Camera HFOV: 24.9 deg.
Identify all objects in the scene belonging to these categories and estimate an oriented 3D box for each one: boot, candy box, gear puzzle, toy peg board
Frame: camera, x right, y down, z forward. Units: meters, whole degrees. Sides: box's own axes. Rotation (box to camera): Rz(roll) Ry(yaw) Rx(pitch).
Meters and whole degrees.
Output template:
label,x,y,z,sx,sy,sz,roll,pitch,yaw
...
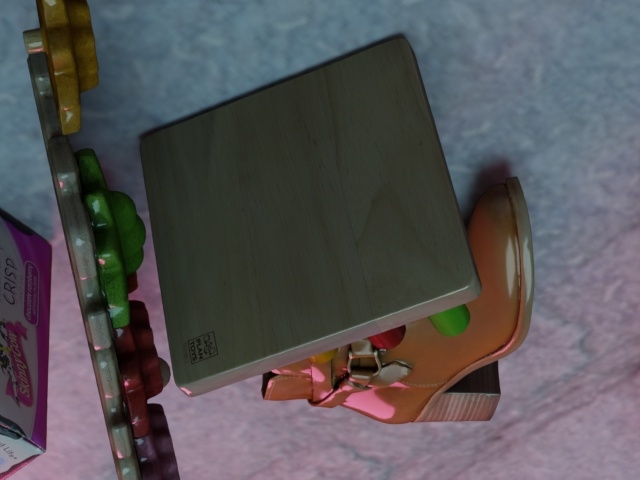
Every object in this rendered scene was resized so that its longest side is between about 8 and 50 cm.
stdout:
label,x,y,z,sx,sy,sz,roll,pitch,yaw
boot,0.043,0.041,0.872,0.152,0.073,0.197,5,129,-5
candy box,-0.256,0.101,0.831,0.233,0.159,0.071,-35,129,24
gear puzzle,-0.109,-0.007,0.745,0.044,0.175,0.339,-12,132,-10
toy peg board,0.000,0.000,0.779,0.160,0.161,0.079,-20,146,12
